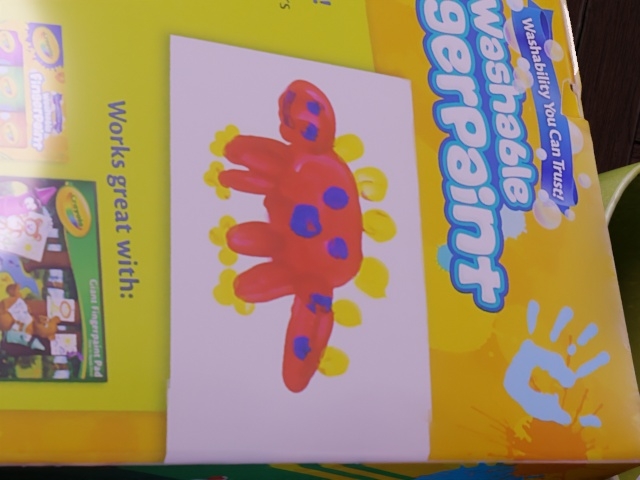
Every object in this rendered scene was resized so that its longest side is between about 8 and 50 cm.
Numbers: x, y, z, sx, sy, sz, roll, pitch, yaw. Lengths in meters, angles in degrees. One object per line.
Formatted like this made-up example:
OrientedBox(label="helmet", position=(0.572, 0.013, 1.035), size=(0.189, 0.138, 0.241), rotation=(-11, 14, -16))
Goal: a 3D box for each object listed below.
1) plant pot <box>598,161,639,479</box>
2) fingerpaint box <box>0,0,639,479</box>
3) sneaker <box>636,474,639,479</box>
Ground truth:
OrientedBox(label="plant pot", position=(0.133, 0.094, 1.129), size=(0.293, 0.275, 0.275), rotation=(-7, -11, 37))
OrientedBox(label="fingerpaint box", position=(-0.065, -0.085, 0.766), size=(0.371, 0.445, 0.163), rotation=(3, -22, -25))
OrientedBox(label="sneaker", position=(0.271, 0.166, 0.918), size=(0.210, 0.137, 0.366), rotation=(15, 4, -3))
